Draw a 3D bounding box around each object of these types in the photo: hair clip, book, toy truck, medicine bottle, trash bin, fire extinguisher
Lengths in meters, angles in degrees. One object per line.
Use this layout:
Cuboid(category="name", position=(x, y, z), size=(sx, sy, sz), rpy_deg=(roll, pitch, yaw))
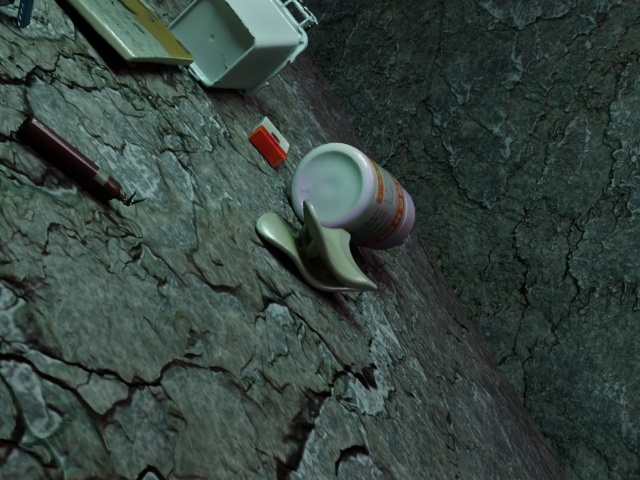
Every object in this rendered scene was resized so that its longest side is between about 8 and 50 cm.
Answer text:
Cuboid(category="hair clip", position=(-0.012, 0.013, 1.412), size=(0.282, 0.113, 0.173), rpy_deg=(44, 16, -51))
Cuboid(category="book", position=(-0.401, -0.455, 1.380), size=(0.269, 0.032, 0.389), rpy_deg=(46, 14, -7))
Cuboid(category="toy truck", position=(-0.440, -0.350, 0.984), size=(0.056, 0.073, 0.090), rpy_deg=(63, 4, 35))
Cuboid(category="medicine bottle", position=(0.096, -0.096, 1.763), size=(0.219, 0.219, 0.388), rpy_deg=(59, 14, 21))
Cuboid(category="trash bin", position=(-0.201, -0.529, 1.751), size=(0.256, 0.296, 0.368), rpy_deg=(53, 20, -5))
Cuboid(category="fire extinguisher", position=(-0.304, -0.095, 0.878), size=(0.049, 0.035, 0.173), rpy_deg=(9, -28, 51))

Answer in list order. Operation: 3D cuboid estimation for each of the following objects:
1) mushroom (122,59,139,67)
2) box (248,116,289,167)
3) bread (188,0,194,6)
Cuboid(category="mushroom", position=(-0.369, -0.356, 1.306), size=(0.049, 0.019, 0.101), rpy_deg=(35, 17, -50))
Cuboid(category="box", position=(-0.130, -0.254, 1.770), size=(0.100, 0.048, 0.152), rpy_deg=(47, 13, -15))
Cuboid(category="bread", position=(-0.307, -0.649, 2.103), size=(0.236, 0.070, 0.236), rpy_deg=(50, 13, -16))
